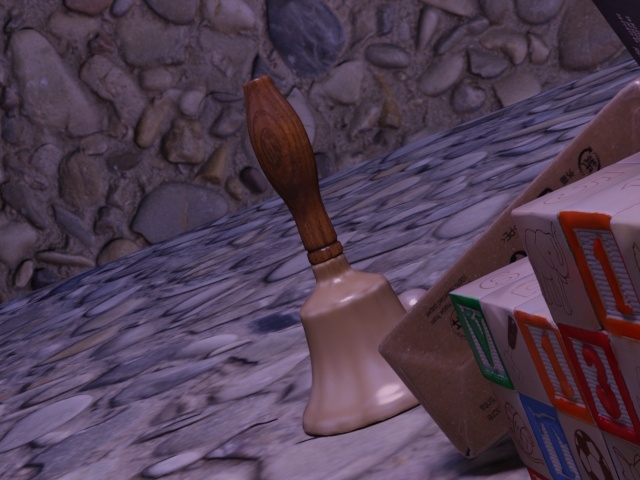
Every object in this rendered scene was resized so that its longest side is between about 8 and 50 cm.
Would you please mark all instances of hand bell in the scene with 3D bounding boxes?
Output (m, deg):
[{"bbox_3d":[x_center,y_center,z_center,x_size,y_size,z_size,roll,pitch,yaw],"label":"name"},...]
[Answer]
[{"bbox_3d":[0.000,0.000,0.999,0.126,0.242,0.126,-22,8,3],"label":"hand bell"}]

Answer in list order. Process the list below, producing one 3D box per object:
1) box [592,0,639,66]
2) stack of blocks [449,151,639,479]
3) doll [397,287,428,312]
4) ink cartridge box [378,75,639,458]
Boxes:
[{"bbox_3d":[0.248,-0.113,0.566,0.076,0.307,0.242,30,84,44],"label":"box"},{"bbox_3d":[0.140,0.051,0.494,0.087,0.171,0.297,-24,7,-10],"label":"stack of blocks"},{"bbox_3d":[0.144,0.035,1.061,0.189,0.046,0.129,-19,-5,13],"label":"doll"},{"bbox_3d":[0.167,-0.005,0.774,0.193,0.088,0.235,-25,-19,-46],"label":"ink cartridge box"}]
